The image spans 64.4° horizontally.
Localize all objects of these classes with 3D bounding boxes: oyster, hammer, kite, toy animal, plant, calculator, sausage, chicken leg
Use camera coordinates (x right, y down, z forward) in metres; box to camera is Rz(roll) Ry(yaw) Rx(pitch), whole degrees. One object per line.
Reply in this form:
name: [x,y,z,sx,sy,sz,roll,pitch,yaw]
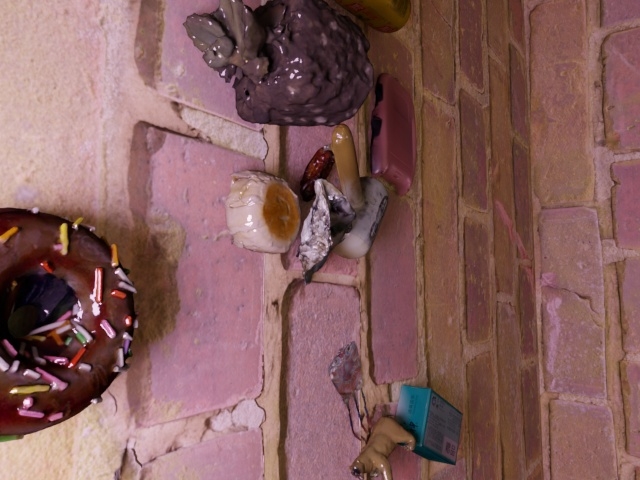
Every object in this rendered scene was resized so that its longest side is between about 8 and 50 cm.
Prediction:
oyster: [0.003,0.002,0.974,0.199,0.087,0.252,-52,163,6]
hammer: [0.064,-0.115,1.080,0.305,0.113,0.202,71,33,-48]
kite: [0.072,0.354,1.178,0.127,0.016,0.229,-24,103,-49]
toy animal: [0.139,0.498,1.200,0.101,0.103,0.219,56,45,-9]
plant: [-0.078,-0.314,0.874,0.312,0.215,0.213,-3,85,-44]
calculator: [0.206,-0.303,1.400,0.220,0.048,0.329,21,67,-49]
sausage: [0.120,-0.606,1.248,0.347,0.123,0.123,4,83,-54]
chicken leg: [0.005,-0.158,1.111,0.205,0.053,0.093,-57,153,-31]

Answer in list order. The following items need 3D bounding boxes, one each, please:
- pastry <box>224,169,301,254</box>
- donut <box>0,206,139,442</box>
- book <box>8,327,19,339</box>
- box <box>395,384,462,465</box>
pastry: [-0.102,-0.051,0.921,0.166,0.088,0.165,12,76,-57]
donut: [-0.323,0.086,0.573,0.270,0.103,0.269,26,60,-56]
book: [-0.411,0.162,0.539,0.192,0.013,0.168,-55,128,-41]
box: [0.299,0.510,1.402,0.245,0.092,0.153,43,54,-41]
